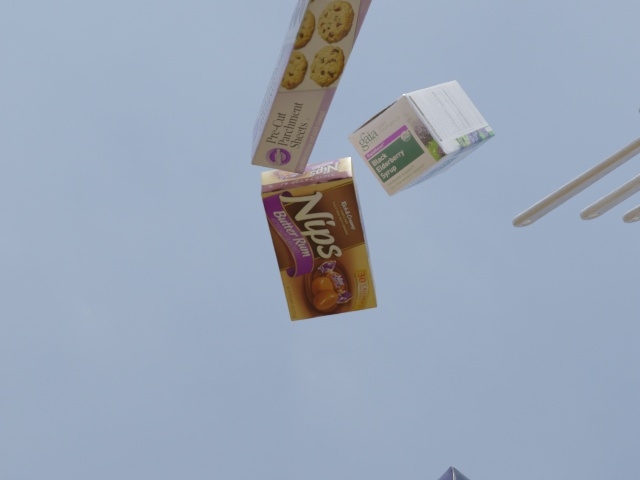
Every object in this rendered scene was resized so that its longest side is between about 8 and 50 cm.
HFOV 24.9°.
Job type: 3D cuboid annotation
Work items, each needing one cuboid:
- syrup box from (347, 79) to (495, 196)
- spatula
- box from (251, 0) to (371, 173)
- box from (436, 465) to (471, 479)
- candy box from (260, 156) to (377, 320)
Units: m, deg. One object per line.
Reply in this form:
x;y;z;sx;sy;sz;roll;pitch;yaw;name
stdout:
0.132;-0.132;1.835;0.093;0.237;0.096;-37;-93;23;syrup box
0.250;-0.063;1.006;0.242;0.168;0.019;-36;-115;50;spatula
-0.004;-0.204;1.529;0.067;0.063;0.324;12;-44;-12;box
0.066;0.294;0.961;0.103;0.261;0.184;37;-74;-8;box
0.000;0.000;1.701;0.109;0.053;0.187;-9;-56;4;candy box
